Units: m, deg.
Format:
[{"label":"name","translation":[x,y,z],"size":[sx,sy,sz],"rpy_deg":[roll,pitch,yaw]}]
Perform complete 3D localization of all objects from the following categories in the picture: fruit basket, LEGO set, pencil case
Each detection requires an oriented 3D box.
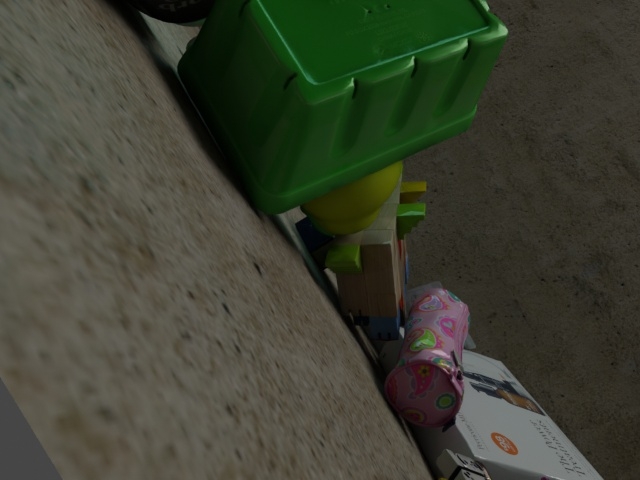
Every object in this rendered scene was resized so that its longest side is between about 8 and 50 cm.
[{"label":"fruit basket","translation":[0.024,-0.174,0.699],"size":[0.282,0.392,0.392],"rpy_deg":[60,2,10]},{"label":"LEGO set","translation":[0.183,0.286,0.549],"size":[0.227,0.087,0.093],"rpy_deg":[30,7,-28]},{"label":"pencil case","translation":[0.191,0.186,0.852],"size":[0.124,0.124,0.284],"rpy_deg":[58,24,-6]}]

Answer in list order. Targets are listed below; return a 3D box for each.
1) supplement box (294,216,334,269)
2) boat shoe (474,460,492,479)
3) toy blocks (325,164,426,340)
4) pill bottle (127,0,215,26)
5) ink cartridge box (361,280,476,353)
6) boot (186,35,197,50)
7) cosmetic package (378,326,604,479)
[{"label":"supplement box","translation":[0.000,0.000,1.043],"size":[0.083,0.056,0.083],"rpy_deg":[62,4,38]},{"label":"boat shoe","translation":[0.229,0.377,0.620],"size":[0.207,0.073,0.073],"rpy_deg":[61,-31,16]},{"label":"toy blocks","translation":[0.109,0.048,0.973],"size":[0.381,0.191,0.260],"rpy_deg":[-68,153,-58]},{"label":"pill bottle","translation":[-0.160,-0.319,0.516],"size":[0.162,0.162,0.278],"rpy_deg":[58,3,-10]},{"label":"ink cartridge box","translation":[0.213,0.186,1.169],"size":[0.189,0.232,0.066],"rpy_deg":[58,30,-14]},{"label":"boot","translation":[-0.147,-0.239,0.838],"size":[0.246,0.083,0.161],"rpy_deg":[57,8,-10]},{"label":"cosmetic package","translation":[0.294,0.325,0.940],"size":[0.285,0.097,0.377],"rpy_deg":[19,16,-17]}]
